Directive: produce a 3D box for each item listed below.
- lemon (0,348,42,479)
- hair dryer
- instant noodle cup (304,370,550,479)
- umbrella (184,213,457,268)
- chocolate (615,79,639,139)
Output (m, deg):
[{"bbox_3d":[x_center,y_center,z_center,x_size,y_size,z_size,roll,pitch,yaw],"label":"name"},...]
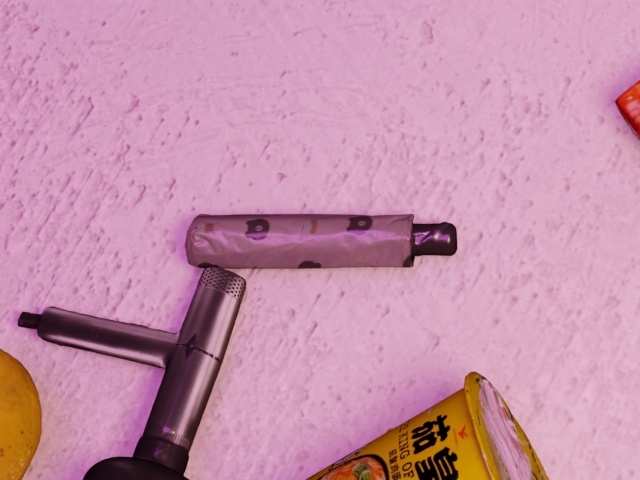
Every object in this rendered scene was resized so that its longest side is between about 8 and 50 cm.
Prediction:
[{"bbox_3d":[-0.453,0.233,1.722,0.228,0.228,0.254,30,97,17],"label":"lemon"},{"bbox_3d":[-0.240,0.193,1.783,0.284,0.156,0.320,-7,59,30],"label":"hair dryer"},{"bbox_3d":[0.122,0.336,1.553,0.254,0.325,0.326,-26,71,13],"label":"instant noodle cup"},{"bbox_3d":[0.000,0.000,1.783,0.337,0.067,0.073,0,31,11],"label":"umbrella"},{"bbox_3d":[0.510,-0.136,1.706,0.234,0.108,0.237,-39,70,-1],"label":"chocolate"}]
